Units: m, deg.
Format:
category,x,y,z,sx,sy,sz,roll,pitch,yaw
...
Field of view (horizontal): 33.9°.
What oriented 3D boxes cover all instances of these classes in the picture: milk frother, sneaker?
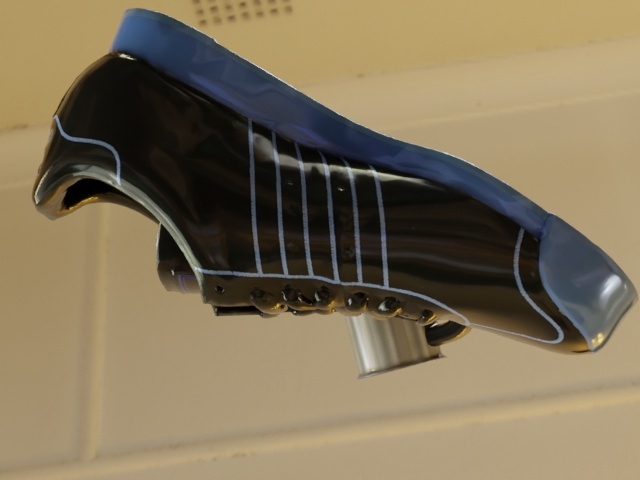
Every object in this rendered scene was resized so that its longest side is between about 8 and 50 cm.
category,x,y,z,sx,sy,sz,roll,pitch,yaw
milk frother,0.051,0.047,0.908,0.129,0.143,0.135,-22,-101,42
sneaker,0.000,0.000,0.406,0.232,0.081,0.090,27,-99,10
